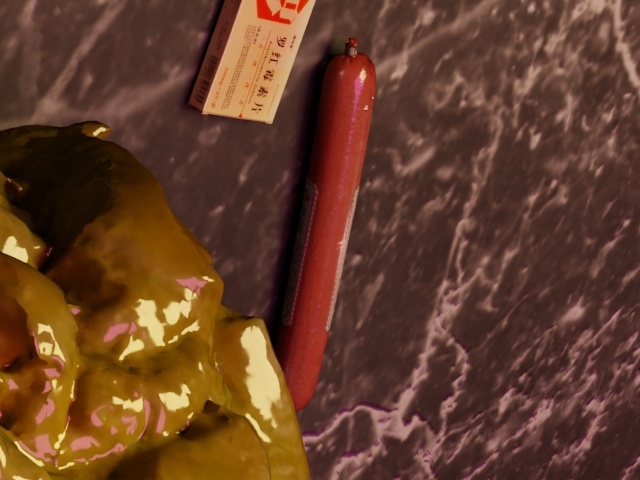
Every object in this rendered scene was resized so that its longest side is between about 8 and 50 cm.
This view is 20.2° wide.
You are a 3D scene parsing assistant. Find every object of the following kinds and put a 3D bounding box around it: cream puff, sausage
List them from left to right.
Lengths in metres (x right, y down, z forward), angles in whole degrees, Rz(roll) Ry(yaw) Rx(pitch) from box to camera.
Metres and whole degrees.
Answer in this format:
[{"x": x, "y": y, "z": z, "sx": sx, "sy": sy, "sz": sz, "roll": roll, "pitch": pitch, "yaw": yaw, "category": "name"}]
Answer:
[{"x": -0.162, "y": 0.074, "z": 0.747, "sx": 0.324, "sy": 0.291, "sz": 0.257, "roll": 0, "pitch": 92, "yaw": -28, "category": "cream puff"}, {"x": 0.000, "y": 0.000, "z": 1.066, "sx": 0.034, "sy": 0.034, "sz": 0.253, "roll": -13, "pitch": 123, "yaw": -44, "category": "sausage"}]

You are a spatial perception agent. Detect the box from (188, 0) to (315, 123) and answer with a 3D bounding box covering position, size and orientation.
[{"x": -0.033, "y": -0.110, "z": 0.967, "sx": 0.058, "sy": 0.015, "sz": 0.093, "roll": 3, "pitch": 112, "yaw": -52, "category": "box"}]
